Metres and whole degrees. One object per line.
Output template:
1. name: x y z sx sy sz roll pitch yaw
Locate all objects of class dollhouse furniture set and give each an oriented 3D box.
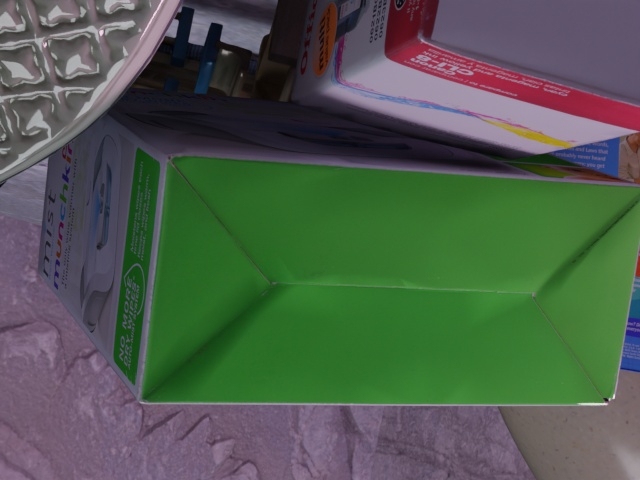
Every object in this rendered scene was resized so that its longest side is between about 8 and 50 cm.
1. dollhouse furniture set: -0.070 -0.128 0.973 0.129 0.129 0.183 13 149 -8

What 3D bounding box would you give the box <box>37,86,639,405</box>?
1. box: 0.000 0.000 0.804 0.262 0.127 0.231 3 -167 -23

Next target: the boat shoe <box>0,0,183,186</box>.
1. boat shoe: -0.212 -0.084 0.718 0.187 0.156 0.500 33 127 -16

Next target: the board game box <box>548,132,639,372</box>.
1. board game box: 0.192 -0.028 0.861 0.160 0.210 0.047 9 -167 28

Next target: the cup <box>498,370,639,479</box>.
1. cup: 0.230 0.026 1.031 0.237 0.331 0.331 45 160 -20

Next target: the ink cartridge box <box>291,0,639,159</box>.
1. ink cartridge box: 0.078 -0.117 0.662 0.127 0.128 0.176 13 173 -17
